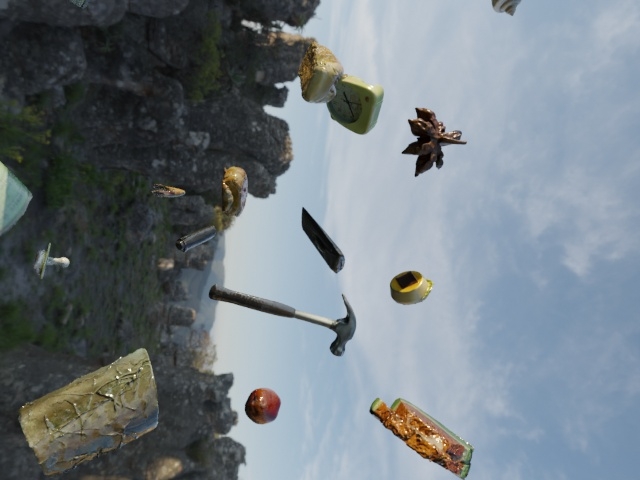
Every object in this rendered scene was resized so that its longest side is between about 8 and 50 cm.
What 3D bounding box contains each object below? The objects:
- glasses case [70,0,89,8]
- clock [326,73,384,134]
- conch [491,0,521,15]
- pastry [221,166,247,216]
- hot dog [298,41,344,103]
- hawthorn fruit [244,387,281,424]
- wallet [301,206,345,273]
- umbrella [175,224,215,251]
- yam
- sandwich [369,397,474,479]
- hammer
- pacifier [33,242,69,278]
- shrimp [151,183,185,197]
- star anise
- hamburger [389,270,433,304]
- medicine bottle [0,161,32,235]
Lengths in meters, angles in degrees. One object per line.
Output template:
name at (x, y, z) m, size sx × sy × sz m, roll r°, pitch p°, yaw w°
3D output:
glasses case at (-0.467, -0.539, 0.767) m, size 0.266 × 0.105 × 0.056 m, roll 10°, pitch -103°, yaw 49°
clock at (0.087, -0.464, 1.322) m, size 0.069 × 0.232 × 0.170 m, roll -45°, pitch 160°, yaw -34°
conch at (0.536, -0.740, 1.165) m, size 0.094 × 0.105 × 0.176 m, roll 18°, pitch 53°, yaw -77°
pastry at (-0.380, -0.214, 1.778) m, size 0.229 × 0.101 × 0.218 m, roll -122°, pitch -143°, yaw -82°
hot dog at (0.003, -0.340, 0.820) m, size 0.242 × 0.074 × 0.084 m, roll -99°, pitch -151°, yaw -56°
hawthorn fruit at (-0.138, 0.377, 0.925) m, size 0.093 × 0.081 × 0.080 m, roll 47°, pitch 28°, yaw -48°
wallet at (0.000, 0.000, 1.459) m, size 0.245 × 0.052 × 0.168 m, roll 51°, pitch -15°, yaw 20°
umbrella at (-0.298, -0.004, 0.969) m, size 0.133 × 0.031 × 0.036 m, roll -37°, pitch 113°, yaw -63°
yam at (-0.647, 0.494, 1.165) m, size 0.241 × 0.349 × 0.240 m, roll 34°, pitch -45°, yaw 43°
sandwich at (0.220, 0.421, 0.895) m, size 0.079 × 0.235 × 0.159 m, roll -56°, pitch 145°, yaw -12°
hammer at (-0.057, 0.111, 0.657) m, size 0.029 × 0.247 × 0.102 m, roll -106°, pitch -144°, yaw -72°
pacifier at (-0.599, 0.050, 0.899) m, size 0.068 × 0.064 × 0.083 m, roll -41°, pitch -134°, yaw 47°
shrimp at (-0.706, -0.223, 1.786) m, size 0.195 × 0.148 × 0.035 m, roll -17°, pitch 125°, yaw -63°
star anise at (0.323, -0.295, 1.178) m, size 0.196 × 0.212 × 0.111 m, roll 52°, pitch -10°, yaw -12°
hamburger at (0.295, 0.156, 1.306) m, size 0.126 × 0.141 × 0.081 m, roll 35°, pitch -27°, yaw 60°
medicine bottle at (-0.746, -0.164, 0.674) m, size 0.235 × 0.236 × 0.406 m, roll -101°, pitch 172°, yaw -45°
